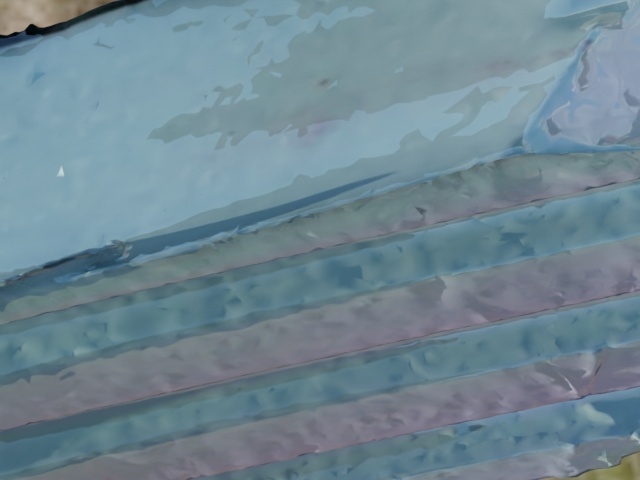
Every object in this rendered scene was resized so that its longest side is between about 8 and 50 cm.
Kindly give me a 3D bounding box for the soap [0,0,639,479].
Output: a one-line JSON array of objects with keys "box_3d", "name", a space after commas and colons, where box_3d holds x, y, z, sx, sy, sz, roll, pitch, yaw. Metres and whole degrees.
[{"box_3d": [0.000, 0.000, 0.470, 0.230, 0.145, 0.091, -14, 54, 11], "name": "soap"}]
